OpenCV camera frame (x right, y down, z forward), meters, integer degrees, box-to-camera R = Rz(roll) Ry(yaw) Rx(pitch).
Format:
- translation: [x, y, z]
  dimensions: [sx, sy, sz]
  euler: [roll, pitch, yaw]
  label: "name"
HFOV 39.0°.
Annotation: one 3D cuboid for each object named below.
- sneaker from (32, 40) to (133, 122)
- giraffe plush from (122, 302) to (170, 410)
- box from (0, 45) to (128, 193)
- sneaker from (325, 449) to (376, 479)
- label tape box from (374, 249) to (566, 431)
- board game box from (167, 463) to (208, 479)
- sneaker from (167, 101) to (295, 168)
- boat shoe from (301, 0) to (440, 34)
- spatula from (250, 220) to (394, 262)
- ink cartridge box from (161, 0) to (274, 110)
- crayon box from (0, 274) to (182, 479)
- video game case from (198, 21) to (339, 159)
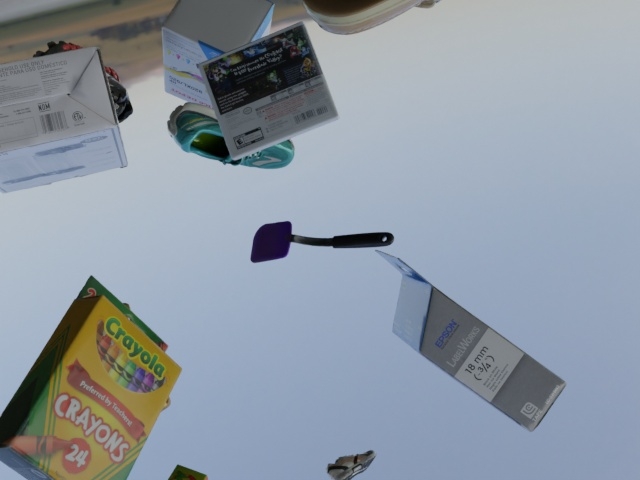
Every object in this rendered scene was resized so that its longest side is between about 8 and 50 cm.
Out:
- translation: [-0.453, -0.298, 1.764]
  dimensions: [0.098, 0.135, 0.276]
  euler: [-41, 164, 7]
  label: "sneaker"
- translation: [-0.383, 0.230, 1.602]
  dimensions: [0.171, 0.210, 0.181]
  euler: [-23, -141, -14]
  label: "giraffe plush"
- translation: [-0.315, -0.127, 1.031]
  dimensions: [0.169, 0.087, 0.290]
  euler: [-14, 179, -10]
  label: "box"
- translation: [0.053, 0.380, 1.545]
  dimensions: [0.044, 0.040, 0.109]
  euler: [42, -143, 26]
  label: "sneaker"
- translation: [0.212, 0.159, 1.501]
  dimensions: [0.105, 0.334, 0.240]
  euler: [-54, -174, -1]
  label: "label tape box"
- translation: [-0.168, 0.367, 1.099]
  dimensions: [0.043, 0.181, 0.092]
  euler: [14, -137, 18]
  label: "board game box"
- translation: [-0.169, -0.180, 1.762]
  dimensions: [0.275, 0.107, 0.110]
  euler: [9, -147, -34]
  label: "sneaker"
- translation: [0.118, -0.307, 0.993]
  dimensions: [0.341, 0.110, 0.122]
  euler: [-37, -116, -23]
  label: "boat shoe"
- translation: [0.000, 0.000, 1.757]
  dimensions: [0.297, 0.084, 0.030]
  euler: [-1, 157, 18]
  label: "spatula"
- translation: [-0.215, -0.398, 1.871]
  dimensions: [0.171, 0.232, 0.168]
  euler: [25, -114, 3]
  label: "ink cartridge box"
- translation: [-0.340, 0.228, 1.375]
  dimensions: [0.081, 0.202, 0.318]
  euler: [-11, -137, 39]
  label: "crayon box"
- translation: [-0.086, -0.245, 1.484]
  dimensions: [0.191, 0.173, 0.022]
  euler: [-21, 174, 7]
  label: "video game case"
